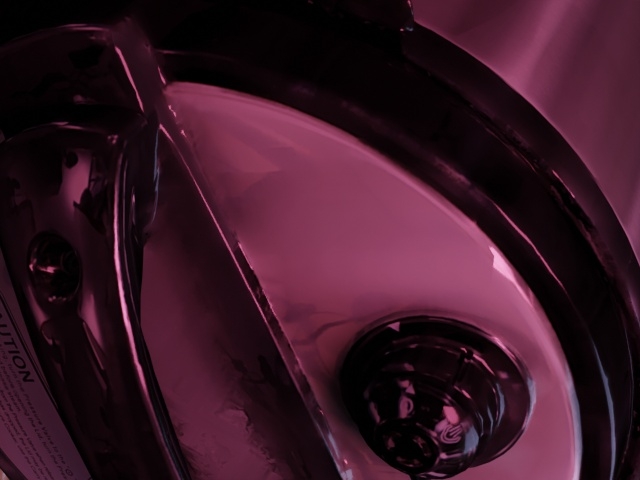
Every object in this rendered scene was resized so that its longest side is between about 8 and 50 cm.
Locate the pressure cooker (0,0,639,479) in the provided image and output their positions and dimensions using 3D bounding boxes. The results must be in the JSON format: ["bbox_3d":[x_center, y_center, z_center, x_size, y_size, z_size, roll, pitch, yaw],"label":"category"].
[{"bbox_3d":[0.005,-0.002,0.670,0.375,0.370,0.420,-59,179,40],"label":"pressure cooker"}]

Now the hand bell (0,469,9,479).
[{"bbox_3d":[-0.258,0.168,0.852,0.126,0.126,0.242,-54,-179,24],"label":"hand bell"}]
